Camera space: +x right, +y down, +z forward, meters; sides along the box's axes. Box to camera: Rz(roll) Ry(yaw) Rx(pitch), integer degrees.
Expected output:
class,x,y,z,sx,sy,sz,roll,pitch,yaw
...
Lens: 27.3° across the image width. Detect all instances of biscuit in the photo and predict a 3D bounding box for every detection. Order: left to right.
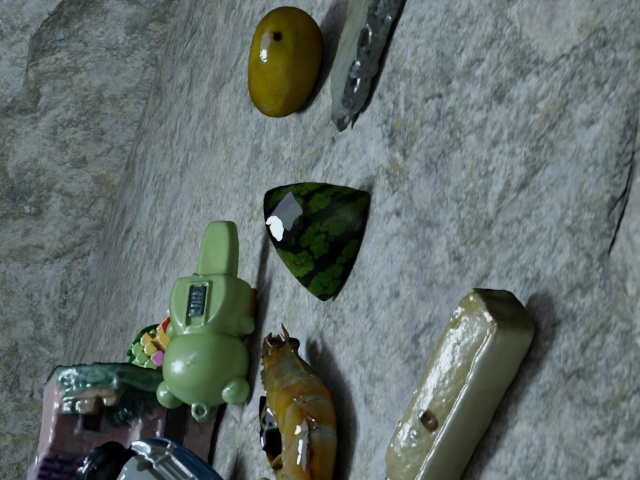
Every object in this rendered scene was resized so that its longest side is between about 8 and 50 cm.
class,x,y,z,sx,sy,sz,roll,pitch,yaw
biscuit,0.058,-0.273,1.552,0.141,0.038,0.290,-113,41,-66
biscuit,0.106,0.126,1.017,0.188,0.052,0.056,-68,30,26

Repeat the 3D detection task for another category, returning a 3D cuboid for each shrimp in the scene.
class,x,y,z,sx,sy,sz,roll,pitch,yaw
shrimp,-0.031,0.197,1.415,0.287,0.063,0.152,-116,32,-64

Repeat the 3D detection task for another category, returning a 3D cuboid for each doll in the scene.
class,x,y,z,sx,sy,sz,roll,pitch,yaw
doll,-0.226,0.170,2.004,0.106,0.134,0.186,46,127,18

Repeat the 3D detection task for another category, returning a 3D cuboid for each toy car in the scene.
class,x,y,z,sx,sy,sz,roll,pitch,yaw
toy car,-0.227,0.401,1.650,0.198,0.166,0.314,35,106,33

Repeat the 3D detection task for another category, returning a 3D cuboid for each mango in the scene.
class,x,y,z,sx,sy,sz,roll,pitch,yaw
mango,-0.054,-0.238,1.804,0.227,0.099,0.136,129,148,-72

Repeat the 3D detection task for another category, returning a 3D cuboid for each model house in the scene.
class,x,y,z,sx,sy,sz,roll,pitch,yaw
model house,-0.274,0.307,1.825,0.202,0.237,0.237,-29,52,59

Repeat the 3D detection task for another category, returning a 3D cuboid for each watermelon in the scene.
class,x,y,z,sx,sy,sz,roll,pitch,yaw
watermelon,0.000,0.000,1.477,0.094,0.125,0.135,-22,-69,-73

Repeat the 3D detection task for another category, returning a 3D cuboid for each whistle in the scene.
class,x,y,z,sx,sy,sz,roll,pitch,yaw
whistle,-0.146,0.106,1.767,0.106,0.131,0.288,52,-142,-55

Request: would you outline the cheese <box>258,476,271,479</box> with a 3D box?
class,x,y,z,sx,sy,sz,roll,pitch,yaw
cheese,-0.071,0.301,1.493,0.044,0.030,0.083,-100,23,-43
